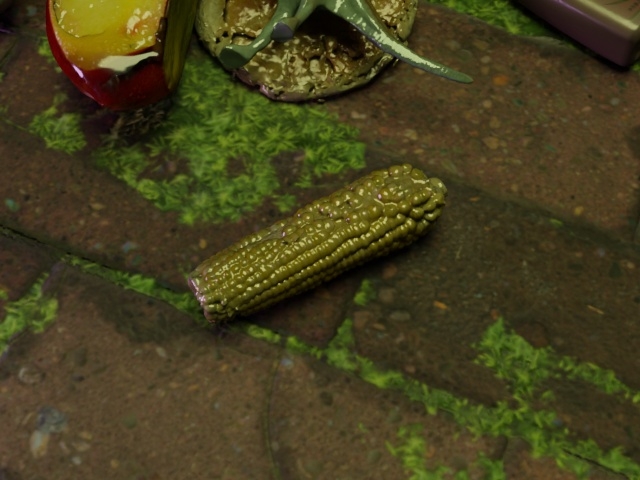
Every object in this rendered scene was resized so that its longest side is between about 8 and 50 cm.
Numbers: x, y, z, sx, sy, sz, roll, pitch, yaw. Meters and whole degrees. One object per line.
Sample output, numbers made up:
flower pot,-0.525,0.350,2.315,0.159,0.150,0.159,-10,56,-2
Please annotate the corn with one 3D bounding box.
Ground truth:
corn,0.000,0.000,1.225,0.288,0.086,0.086,-25,62,-16

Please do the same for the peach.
peach,-0.220,-0.240,1.331,0.159,0.154,0.267,1,66,8

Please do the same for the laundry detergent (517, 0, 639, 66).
laundry detergent,0.323,-0.324,1.443,0.237,0.076,0.171,38,64,23

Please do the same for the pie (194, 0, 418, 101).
pie,-0.018,-0.283,1.420,0.274,0.055,0.274,-1,63,1

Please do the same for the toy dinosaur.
toy dinosaur,-0.007,-0.269,1.334,0.393,0.092,0.205,22,59,21

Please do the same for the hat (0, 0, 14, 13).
hat,-0.413,-0.302,1.382,0.252,0.252,0.110,-28,104,-18
